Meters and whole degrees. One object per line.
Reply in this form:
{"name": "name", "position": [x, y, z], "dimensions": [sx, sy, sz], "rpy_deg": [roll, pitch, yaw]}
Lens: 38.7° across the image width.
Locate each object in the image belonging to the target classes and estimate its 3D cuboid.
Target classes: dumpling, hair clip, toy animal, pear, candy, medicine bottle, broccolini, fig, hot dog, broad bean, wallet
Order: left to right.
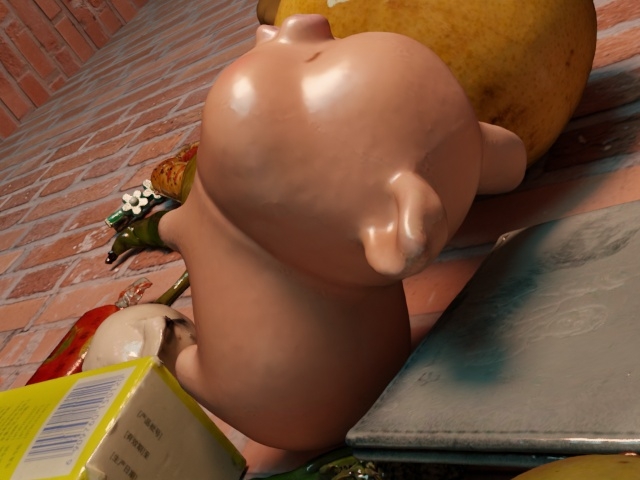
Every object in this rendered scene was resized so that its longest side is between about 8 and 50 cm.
{"name": "medicine bottle", "position": [-0.209, 0.205, 0.771], "dimensions": [0.250, 0.137, 0.141], "rpy_deg": [-16, 33, 37]}
{"name": "candy", "position": [-0.276, 0.146, 1.053], "dimensions": [0.086, 0.059, 0.292], "rpy_deg": [-9, 37, 39]}
{"name": "dumpling", "position": [-0.193, 0.133, 0.945], "dimensions": [0.176, 0.092, 0.150], "rpy_deg": [6, 62, 48]}
{"name": "hair clip", "position": [-0.267, -0.074, 1.449], "dimensions": [0.173, 0.049, 0.049], "rpy_deg": [-41, 25, -12]}
{"name": "broad bean", "position": [-0.237, -0.010, 1.287], "dimensions": [0.195, 0.046, 0.061], "rpy_deg": [-20, 41, 41]}
{"name": "hot dog", "position": [-0.172, -0.105, 1.339], "dimensions": [0.131, 0.069, 0.253], "rpy_deg": [-49, 27, -23]}
{"name": "fig", "position": [-0.137, -0.007, 1.122], "dimensions": [0.236, 0.124, 0.124], "rpy_deg": [-64, 28, -1]}
{"name": "toy animal", "position": [0.000, 0.000, 0.674], "dimensions": [0.269, 0.326, 0.237], "rpy_deg": [-2, 14, 28]}
{"name": "broccolini", "position": [0.020, 0.176, 0.653], "dimensions": [0.203, 0.068, 0.091], "rpy_deg": [-32, 9, 47]}
{"name": "pear", "position": [0.105, -0.184, 0.863], "dimensions": [0.314, 0.314, 0.314], "rpy_deg": [-29, 26, 16]}
{"name": "wallet", "position": [0.181, 0.052, 0.584], "dimensions": [0.251, 0.054, 0.290], "rpy_deg": [-11, 23, 41]}

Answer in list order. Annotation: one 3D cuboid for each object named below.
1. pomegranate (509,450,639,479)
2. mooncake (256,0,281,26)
{"name": "pomegranate", "position": [0.131, 0.178, 0.345], "dimensions": [0.179, 0.179, 0.210], "rpy_deg": [-27, 35, 19]}
{"name": "mooncake", "position": [0.111, -0.316, 1.210], "dimensions": [0.378, 0.201, 0.378], "rpy_deg": [-25, 28, 14]}
